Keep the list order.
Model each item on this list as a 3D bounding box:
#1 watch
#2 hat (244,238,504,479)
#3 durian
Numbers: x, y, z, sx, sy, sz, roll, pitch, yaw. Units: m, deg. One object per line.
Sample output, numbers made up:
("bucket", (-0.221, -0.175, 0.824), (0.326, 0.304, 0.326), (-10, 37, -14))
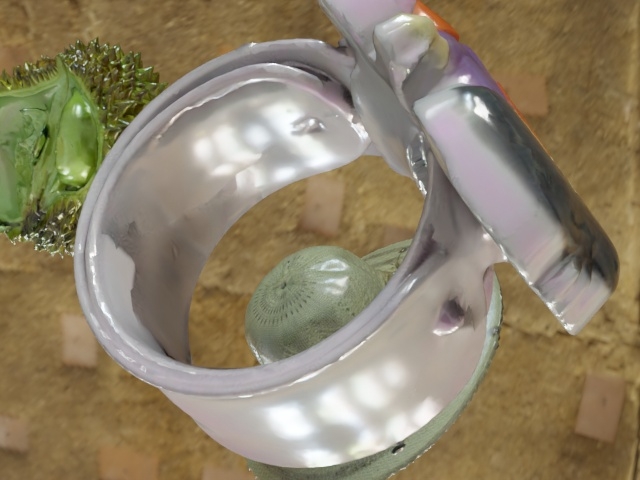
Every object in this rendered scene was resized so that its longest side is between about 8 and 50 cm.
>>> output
("watch", (0.000, 0.000, 0.705), (0.231, 0.244, 0.196), (-34, -39, 1))
("hat", (0.005, 0.063, 1.096), (0.252, 0.252, 0.110), (-28, -55, 24))
("durian", (-0.237, -0.085, 1.412), (0.237, 0.176, 0.200), (-26, -110, 31))
